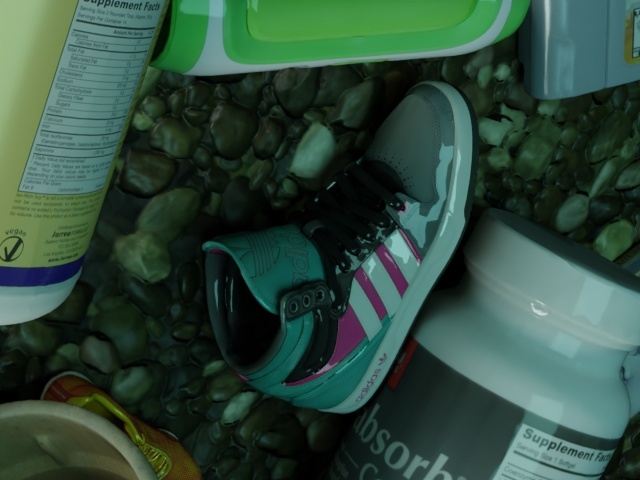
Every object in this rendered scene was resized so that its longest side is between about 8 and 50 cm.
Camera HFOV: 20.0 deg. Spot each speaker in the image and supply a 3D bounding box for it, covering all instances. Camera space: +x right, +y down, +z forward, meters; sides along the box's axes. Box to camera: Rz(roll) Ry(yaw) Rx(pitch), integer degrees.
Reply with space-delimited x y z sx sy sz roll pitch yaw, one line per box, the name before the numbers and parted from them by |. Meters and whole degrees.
speaker | 0.006 -0.193 1.344 0.297 0.131 0.131 -7 116 -27

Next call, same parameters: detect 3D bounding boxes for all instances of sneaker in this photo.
sneaker | -0.157 0.170 1.460 0.064 0.067 0.175 -52 129 -1
sneaker | 0.000 0.000 1.442 0.178 0.124 0.295 8 110 -43

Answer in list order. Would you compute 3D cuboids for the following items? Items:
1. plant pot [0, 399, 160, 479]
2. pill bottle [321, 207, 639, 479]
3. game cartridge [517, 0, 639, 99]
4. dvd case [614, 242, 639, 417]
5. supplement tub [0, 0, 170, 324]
plant pot | -0.171 0.333 1.403 0.334 0.334 0.305 -49 139 -1
pill bottle | 0.134 0.170 1.542 0.210 0.210 0.363 19 101 -36
game cartridge | 0.302 -0.243 1.540 0.297 0.062 0.198 -16 124 -23
dvd case | 0.268 0.109 1.711 0.221 0.018 0.164 -36 126 -11
supplement tub | -0.227 -0.138 1.161 0.241 0.241 0.331 10 107 -34
